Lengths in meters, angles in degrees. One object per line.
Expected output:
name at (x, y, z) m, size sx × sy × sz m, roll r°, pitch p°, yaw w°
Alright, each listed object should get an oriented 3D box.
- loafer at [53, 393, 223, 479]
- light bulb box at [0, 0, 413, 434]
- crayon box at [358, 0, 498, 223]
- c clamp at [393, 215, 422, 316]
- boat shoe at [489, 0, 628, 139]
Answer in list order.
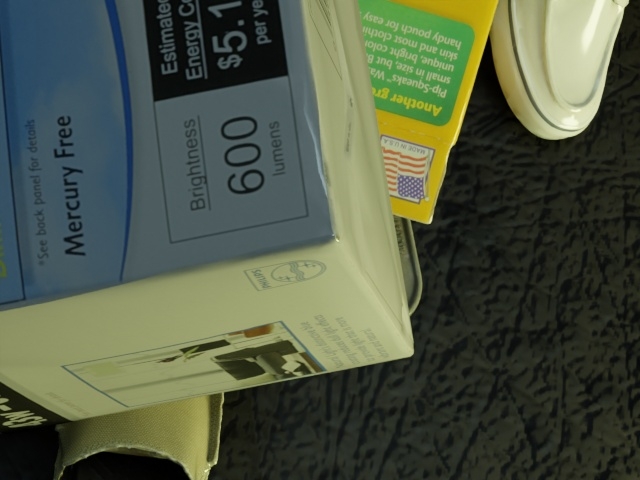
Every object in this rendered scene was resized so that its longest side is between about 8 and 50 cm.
loafer at (-0.105, 0.122, 1.119) m, size 0.102 × 0.092 × 0.268 m, roll 14°, pitch 65°, yaw -12°
light bulb box at (-0.164, -0.093, 1.039) m, size 0.361 × 0.225 × 0.357 m, roll -12°, pitch 70°, yaw 8°
crayon box at (0.015, -0.194, 1.235) m, size 0.203 × 0.083 × 0.322 m, roll 15°, pitch 95°, yaw -9°
c clamp at (0.000, 0.000, 1.243) m, size 0.137 × 0.022 × 0.160 m, roll 2°, pitch 68°, yaw -17°
boat shoe at (0.174, -0.198, 1.307) m, size 0.095 × 0.084 × 0.258 m, roll 0°, pitch 90°, yaw -32°
